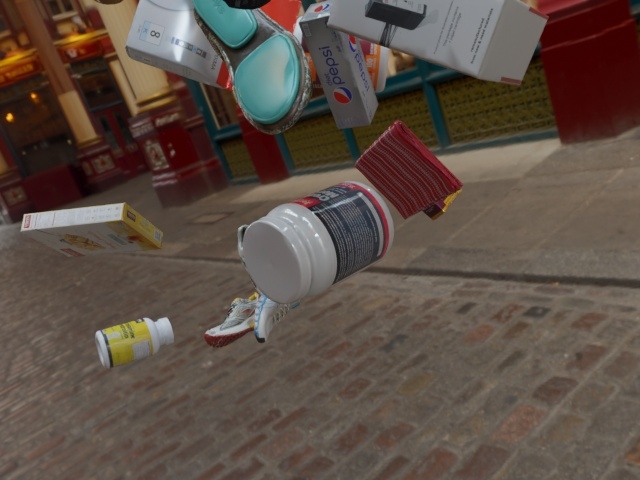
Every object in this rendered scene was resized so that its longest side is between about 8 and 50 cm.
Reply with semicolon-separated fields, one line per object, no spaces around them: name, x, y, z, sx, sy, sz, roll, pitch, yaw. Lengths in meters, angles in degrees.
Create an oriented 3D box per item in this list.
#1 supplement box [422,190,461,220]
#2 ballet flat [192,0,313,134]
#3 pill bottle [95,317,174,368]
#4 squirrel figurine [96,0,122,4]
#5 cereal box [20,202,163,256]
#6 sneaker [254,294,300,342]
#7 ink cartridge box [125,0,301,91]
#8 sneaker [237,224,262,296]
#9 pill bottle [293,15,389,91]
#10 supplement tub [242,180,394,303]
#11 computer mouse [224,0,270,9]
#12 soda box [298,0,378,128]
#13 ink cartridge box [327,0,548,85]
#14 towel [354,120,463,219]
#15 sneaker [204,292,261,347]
supplement box;0.315;-0.167;1.716;0.104;0.188;0.081;-48;0;-23
ballet flat;-0.114;-0.364;1.160;0.164;0.182;0.483;-38;58;11
pill bottle;-0.490;0.264;1.502;0.184;0.103;0.103;-14;12;-30
squirrel figurine;-0.174;-0.488;0.687;0.370;0.281;0.397;-27;35;-20
cereal box;-0.494;-0.018;1.244;0.240;0.047;0.173;-6;-22;12
sneaker;-0.087;0.137;1.204;0.083;0.071;0.191;9;46;7
ink cartridge box;-0.262;-0.558;1.451;0.385;0.308;0.091;16;-8;-9
sneaker;-0.178;0.070;1.764;0.122;0.146;0.330;-31;47;-18
pill bottle;0.022;-0.611;1.857;0.392;0.224;0.224;4;19;2
supplement tub;0.000;0.000;1.145;0.191;0.191;0.272;-2;17;47
computer mouse;-0.198;-0.457;0.989;0.242;0.071;0.041;5;35;-20
soda box;0.049;-0.410;1.338;0.091;0.286;0.098;-2;44;26
ink cartridge box;0.178;-0.340;0.879;0.273;0.114;0.197;31;26;28
towel;0.187;-0.149;1.288;0.031;0.199;0.275;-46;3;-19
sneaker;-0.219;0.205;1.472;0.088;0.093;0.225;-41;-9;36
